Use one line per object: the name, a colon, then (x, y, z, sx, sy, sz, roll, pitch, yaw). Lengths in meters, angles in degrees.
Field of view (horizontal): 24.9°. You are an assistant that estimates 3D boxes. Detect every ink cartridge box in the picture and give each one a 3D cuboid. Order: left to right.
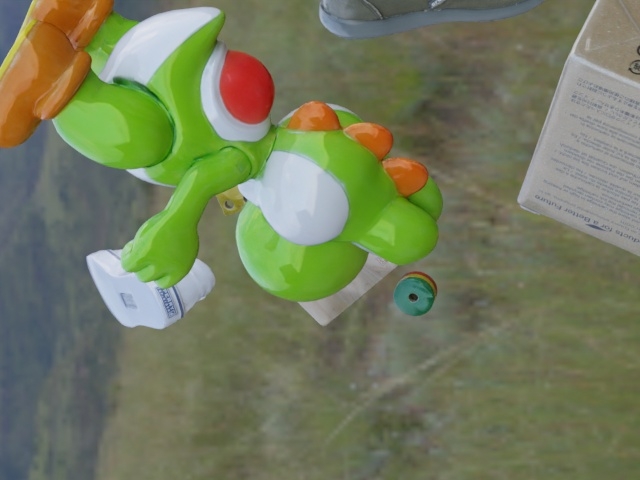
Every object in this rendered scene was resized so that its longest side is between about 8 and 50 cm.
ink cartridge box: (0.284, -0.063, 1.079, 0.193, 0.234, 0.088, 99, -164, -59)

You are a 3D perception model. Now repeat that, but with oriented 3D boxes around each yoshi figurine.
yoshi figurine: (-0.087, -0.054, 1.148, 0.203, 0.362, 0.203, -66, 12, -5)

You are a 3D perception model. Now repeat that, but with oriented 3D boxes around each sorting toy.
sorting toy: (0.000, 0.000, 1.640, 0.132, 0.274, 0.046, -42, 8, 28)

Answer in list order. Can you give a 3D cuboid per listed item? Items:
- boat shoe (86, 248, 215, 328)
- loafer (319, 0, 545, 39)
boat shoe: (-0.193, 0.048, 1.668, 0.258, 0.084, 0.095, 16, 130, 61)
loafer: (0.120, -0.255, 1.355, 0.094, 0.251, 0.087, -119, 17, -47)
